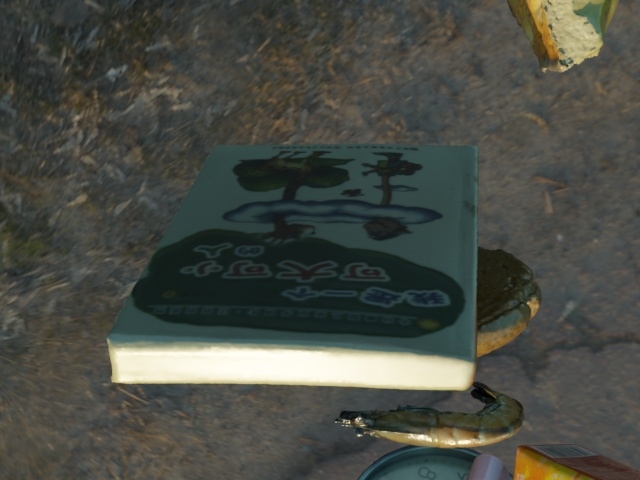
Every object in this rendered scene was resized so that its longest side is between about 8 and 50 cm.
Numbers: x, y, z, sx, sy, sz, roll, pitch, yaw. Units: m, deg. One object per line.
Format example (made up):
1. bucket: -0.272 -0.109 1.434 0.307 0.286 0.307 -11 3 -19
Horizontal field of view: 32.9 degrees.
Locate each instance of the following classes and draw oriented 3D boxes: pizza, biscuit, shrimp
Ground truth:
1. pizza: 0.177 -0.228 0.830 0.080 0.204 0.188 -16 98 1
2. biscuit: 0.090 0.058 0.976 0.225 0.226 0.042 -18 111 -20
3. shrimp: 0.164 0.247 1.561 0.261 0.198 0.051 -1 99 18

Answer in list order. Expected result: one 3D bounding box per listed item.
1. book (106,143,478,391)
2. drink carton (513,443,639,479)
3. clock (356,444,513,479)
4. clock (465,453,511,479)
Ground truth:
1. book: 0.000 0.000 0.895 0.260 0.371 0.043 0 118 8
2. drink carton: 0.241 0.235 0.848 0.071 0.223 0.096 5 94 -28
3. clock: 0.184 0.463 1.678 0.325 0.067 0.325 1 48 -1
4. clock: 0.113 0.319 1.049 0.275 0.290 0.080 18 42 10
